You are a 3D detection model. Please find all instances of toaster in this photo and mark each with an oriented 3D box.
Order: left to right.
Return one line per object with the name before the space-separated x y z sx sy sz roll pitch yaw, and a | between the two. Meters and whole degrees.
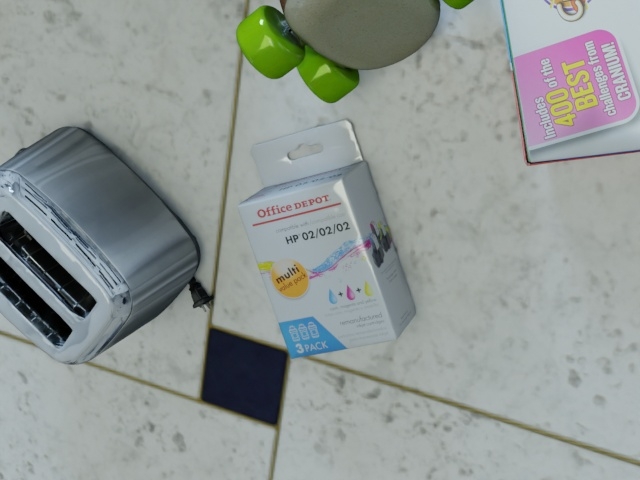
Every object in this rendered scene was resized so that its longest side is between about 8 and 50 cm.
toaster | -0.213 0.012 1.033 0.227 0.146 0.129 46 120 2

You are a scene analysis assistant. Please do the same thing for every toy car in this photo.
toy car | 0.006 -0.231 0.889 0.155 0.149 0.188 -34 65 25

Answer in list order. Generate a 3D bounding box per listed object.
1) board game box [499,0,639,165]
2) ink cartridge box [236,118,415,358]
board game box | 0.281 -0.191 0.800 0.316 0.064 0.242 -5 106 24
ink cartridge box | 0.000 0.000 0.987 0.104 0.061 0.181 -14 102 26
